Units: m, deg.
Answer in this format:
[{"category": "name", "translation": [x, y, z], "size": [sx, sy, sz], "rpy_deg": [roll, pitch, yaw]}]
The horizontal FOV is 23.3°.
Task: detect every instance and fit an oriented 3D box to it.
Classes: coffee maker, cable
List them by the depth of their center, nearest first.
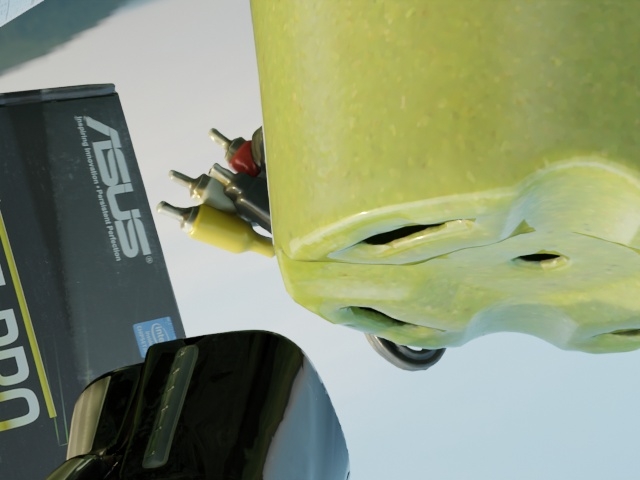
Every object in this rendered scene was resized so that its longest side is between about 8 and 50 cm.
[{"category": "coffee maker", "translation": [-0.038, 0.132, 0.627], "size": [0.171, 0.120, 0.178], "rpy_deg": [10, -144, 4]}, {"category": "cable", "translation": [0.000, 0.000, 1.388], "size": [0.139, 0.287, 0.072], "rpy_deg": [-58, -169, -28]}]

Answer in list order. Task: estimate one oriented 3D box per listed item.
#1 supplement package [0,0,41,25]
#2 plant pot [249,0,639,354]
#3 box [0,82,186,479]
[{"category": "supplement package", "translation": [-0.326, -0.259, 1.224], "size": [0.263, 0.199, 0.198], "rpy_deg": [-35, -178, -14]}, {"category": "plant pot", "translation": [0.078, -0.100, 0.563], "size": [0.276, 0.253, 0.276], "rpy_deg": [1, 162, 0]}, {"category": "box", "translation": [-0.227, 0.113, 0.962], "size": [0.318, 0.394, 0.097], "rpy_deg": [-10, 172, -41]}]
